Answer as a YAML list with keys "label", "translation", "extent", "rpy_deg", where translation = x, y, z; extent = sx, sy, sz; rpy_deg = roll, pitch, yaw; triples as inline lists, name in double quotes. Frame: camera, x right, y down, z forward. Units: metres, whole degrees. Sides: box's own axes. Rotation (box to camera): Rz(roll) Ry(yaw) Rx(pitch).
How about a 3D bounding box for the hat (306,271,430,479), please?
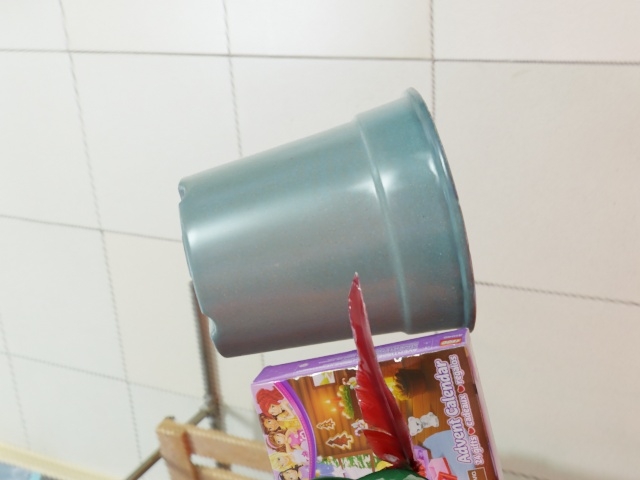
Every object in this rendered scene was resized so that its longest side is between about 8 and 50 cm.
- label: "hat"
  translation: [0.078, 0.172, 0.573]
  extent: [0.208, 0.173, 0.183]
  rpy_deg: [22, 117, -26]

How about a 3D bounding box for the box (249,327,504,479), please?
- label: "box"
  translation: [0.070, 0.243, 0.794]
  extent: [0.201, 0.057, 0.293]
  rpy_deg: [-13, 98, 14]

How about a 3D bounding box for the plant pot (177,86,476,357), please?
- label: "plant pot"
  translation: [0.000, 0.000, 1.162]
  extent: [0.334, 0.341, 0.341]
  rpy_deg: [-14, 106, 0]
